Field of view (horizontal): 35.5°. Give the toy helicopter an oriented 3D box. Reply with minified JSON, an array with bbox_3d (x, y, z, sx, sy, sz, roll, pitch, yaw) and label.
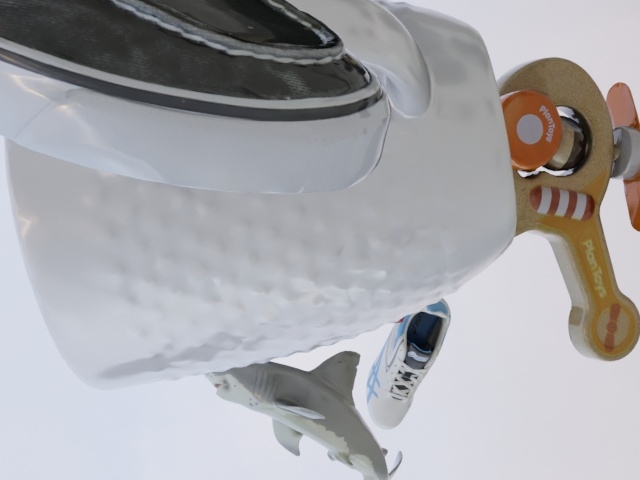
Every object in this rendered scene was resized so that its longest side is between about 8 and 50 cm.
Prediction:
[{"bbox_3d":[0.295,-0.036,1.132,0.235,0.140,0.355,-23,-80,-20],"label":"toy helicopter"}]

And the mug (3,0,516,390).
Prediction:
[{"bbox_3d":[-0.035,-0.063,0.717,0.374,0.328,0.276,69,-169,-72],"label":"mug"}]

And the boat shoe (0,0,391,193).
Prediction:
[{"bbox_3d":[-0.110,-0.115,0.341,0.306,0.105,0.113,27,-151,13],"label":"boat shoe"}]

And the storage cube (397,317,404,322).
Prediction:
[{"bbox_3d":[0.000,0.000,1.341,0.193,0.183,0.215,1,-75,-26],"label":"storage cube"}]

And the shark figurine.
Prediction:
[{"bbox_3d":[0.024,0.181,1.047,0.278,0.166,0.116,41,-119,-24],"label":"shark figurine"}]

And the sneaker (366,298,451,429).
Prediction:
[{"bbox_3d":[0.131,0.189,1.536,0.085,0.237,0.086,19,-166,-6],"label":"sneaker"}]
